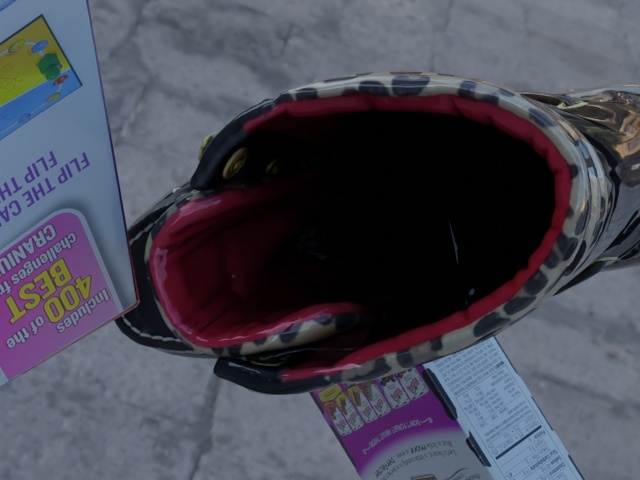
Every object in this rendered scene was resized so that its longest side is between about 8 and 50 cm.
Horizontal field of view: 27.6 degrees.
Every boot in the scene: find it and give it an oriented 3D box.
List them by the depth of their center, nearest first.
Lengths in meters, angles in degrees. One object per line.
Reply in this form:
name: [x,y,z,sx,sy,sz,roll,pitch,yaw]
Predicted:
boot: [0.000,0.000,0.655,0.378,0.138,0.284,-9,1,24]

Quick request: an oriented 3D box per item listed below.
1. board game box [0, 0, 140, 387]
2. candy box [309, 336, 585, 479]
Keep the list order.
board game box: [-0.205,-0.040,0.537,0.242,0.316,0.064,-32,51,-29]
candy box: [0.095,0.153,0.936,0.071,0.159,0.233,-27,84,-32]
